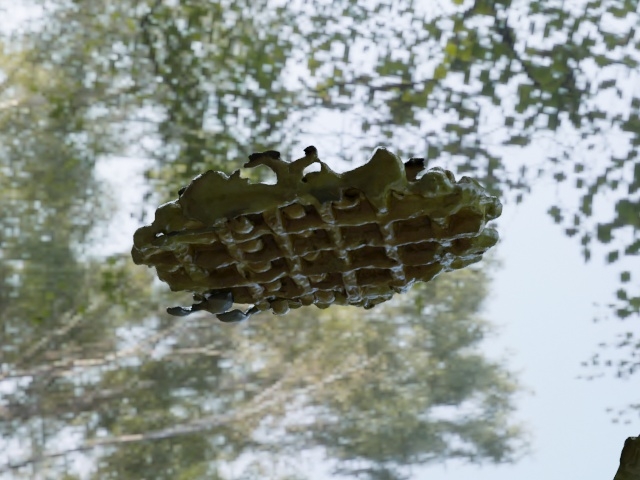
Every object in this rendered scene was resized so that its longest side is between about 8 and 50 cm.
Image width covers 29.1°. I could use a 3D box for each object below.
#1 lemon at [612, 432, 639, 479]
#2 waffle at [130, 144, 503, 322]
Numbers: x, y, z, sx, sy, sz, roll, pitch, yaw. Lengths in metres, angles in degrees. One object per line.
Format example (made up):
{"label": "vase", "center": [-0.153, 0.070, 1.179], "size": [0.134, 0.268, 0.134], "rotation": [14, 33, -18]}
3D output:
{"label": "lemon", "center": [0.341, 0.201, 0.602], "size": [0.364, 0.364, 0.364], "rotation": [-2, -93, 51]}
{"label": "waffle", "center": [-0.001, -0.003, 0.986], "size": [0.262, 0.280, 0.060], "rotation": [-34, -127, 41]}
